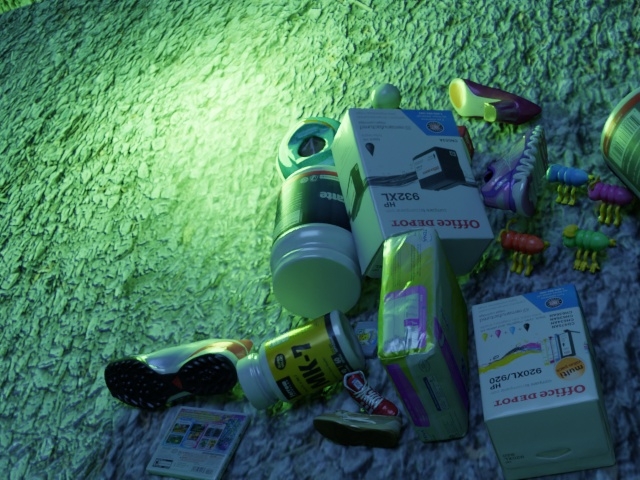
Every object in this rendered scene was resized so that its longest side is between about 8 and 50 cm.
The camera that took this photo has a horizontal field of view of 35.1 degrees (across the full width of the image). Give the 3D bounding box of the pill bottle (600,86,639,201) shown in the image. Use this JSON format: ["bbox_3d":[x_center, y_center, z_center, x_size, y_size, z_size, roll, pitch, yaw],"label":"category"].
[{"bbox_3d":[0.651,-0.104,1.712,0.210,0.210,0.363,-27,42,0],"label":"pill bottle"}]

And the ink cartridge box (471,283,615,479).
[{"bbox_3d":[0.341,0.219,1.557,0.171,0.168,0.232,-14,41,15],"label":"ink cartridge box"}]

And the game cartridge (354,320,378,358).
[{"bbox_3d":[0.087,0.182,1.869,0.056,0.017,0.083,-3,44,22],"label":"game cartridge"}]

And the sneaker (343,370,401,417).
[{"bbox_3d":[0.084,0.265,1.732,0.042,0.067,0.118,-45,42,-21],"label":"sneaker"}]

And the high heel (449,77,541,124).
[{"bbox_3d":[0.379,-0.311,2.236,0.117,0.082,0.244,-6,19,-20],"label":"high heel"}]

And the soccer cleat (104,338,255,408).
[{"bbox_3d":[-0.271,0.249,1.947,0.318,0.108,0.116,-12,13,28],"label":"soccer cleat"}]

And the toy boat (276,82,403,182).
[{"bbox_3d":[0.044,-0.231,2.255,0.318,0.148,0.267,-25,37,2],"label":"toy boat"}]

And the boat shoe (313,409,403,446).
[{"bbox_3d":[0.062,0.311,1.707,0.153,0.056,0.048,0,36,28],"label":"boat shoe"}]

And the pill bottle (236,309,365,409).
[{"bbox_3d":[-0.036,0.217,1.809,0.209,0.119,0.119,-26,38,10],"label":"pill bottle"}]

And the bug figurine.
[{"bbox_3d":[0.460,-0.051,1.876,0.216,0.072,0.279,12,52,38],"label":"bug figurine"}]

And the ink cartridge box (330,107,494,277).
[{"bbox_3d":[0.167,-0.093,1.904,0.223,0.129,0.307,-1,56,-19],"label":"ink cartridge box"}]

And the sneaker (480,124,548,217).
[{"bbox_3d":[0.364,-0.135,1.903,0.105,0.095,0.236,-1,39,29],"label":"sneaker"}]

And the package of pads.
[{"bbox_3d":[0.174,0.148,1.685,0.101,0.229,0.296,-12,40,17],"label":"package of pads"}]

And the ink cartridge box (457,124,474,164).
[{"bbox_3d":[0.240,-0.154,2.118,0.128,0.072,0.175,-4,43,25],"label":"ink cartridge box"}]

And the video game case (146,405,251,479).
[{"bbox_3d":[-0.220,0.367,1.830,0.157,0.019,0.143,0,45,31],"label":"video game case"}]

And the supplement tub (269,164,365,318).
[{"bbox_3d":[0.000,0.000,1.983,0.191,0.191,0.272,-14,40,16],"label":"supplement tub"}]
